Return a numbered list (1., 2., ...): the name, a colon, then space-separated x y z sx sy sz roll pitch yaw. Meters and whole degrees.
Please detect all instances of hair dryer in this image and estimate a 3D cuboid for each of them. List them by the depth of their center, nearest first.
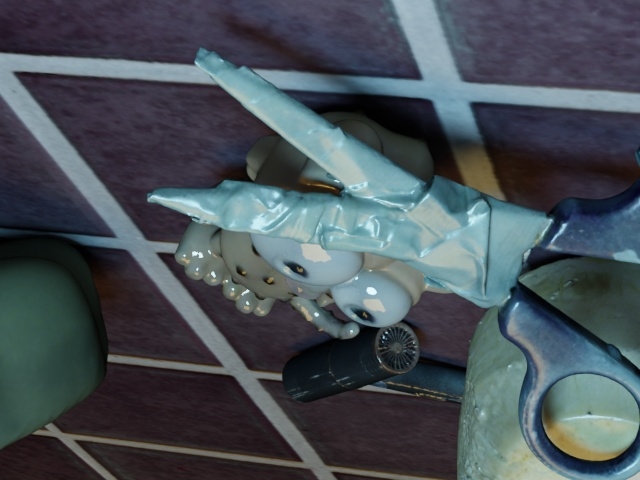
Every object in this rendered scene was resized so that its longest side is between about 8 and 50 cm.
1. hair dryer: 0.087 0.125 1.690 0.194 0.050 0.173 18 162 -25

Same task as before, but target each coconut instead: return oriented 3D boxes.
1. coconut: 0.203 0.125 1.390 0.241 0.241 0.241 10 159 4

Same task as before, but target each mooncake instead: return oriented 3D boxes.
1. mooncake: -0.298 0.084 1.531 0.274 0.135 0.275 -14 -166 4

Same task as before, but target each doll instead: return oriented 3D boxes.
1. doll: -0.002 -0.001 1.304 0.154 0.119 0.278 31 157 -10

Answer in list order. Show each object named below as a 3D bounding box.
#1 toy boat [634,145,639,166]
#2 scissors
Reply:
1. toy boat: 0.301 -0.027 1.110 0.246 0.093 0.103 11 139 4
2. scissors: 0.084 -0.006 1.172 0.383 0.029 0.256 23 113 -15
